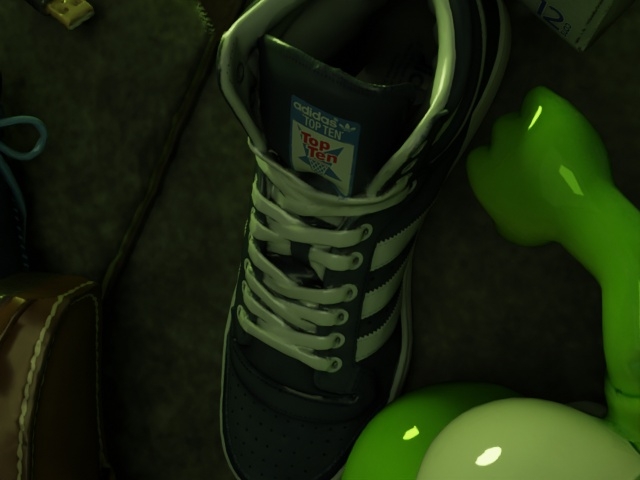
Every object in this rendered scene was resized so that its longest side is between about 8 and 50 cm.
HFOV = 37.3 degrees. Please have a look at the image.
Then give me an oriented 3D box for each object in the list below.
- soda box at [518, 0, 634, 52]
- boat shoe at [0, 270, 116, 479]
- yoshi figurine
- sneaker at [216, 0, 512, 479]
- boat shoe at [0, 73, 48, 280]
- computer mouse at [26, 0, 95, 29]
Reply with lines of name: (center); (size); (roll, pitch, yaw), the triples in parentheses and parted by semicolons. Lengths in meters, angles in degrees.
soda box: (0.162, -0.209, 0.346); (0.098, 0.091, 0.286); (43, 80, 10)
boat shoe: (-0.138, 0.178, 0.492); (0.120, 0.122, 0.324); (12, 104, 9)
yoshi figurine: (0.132, 0.055, 0.380); (0.362, 0.203, 0.203); (-41, 64, 1)
sneaker: (0.000, 0.000, 0.418); (0.099, 0.153, 0.282); (22, 98, 14)
boat shoe: (-0.216, -0.076, 0.497); (0.089, 0.109, 0.258); (-28, 87, 26)
computer mouse: (-0.080, -0.181, 0.480); (0.262, 0.060, 0.184); (34, 100, 12)
